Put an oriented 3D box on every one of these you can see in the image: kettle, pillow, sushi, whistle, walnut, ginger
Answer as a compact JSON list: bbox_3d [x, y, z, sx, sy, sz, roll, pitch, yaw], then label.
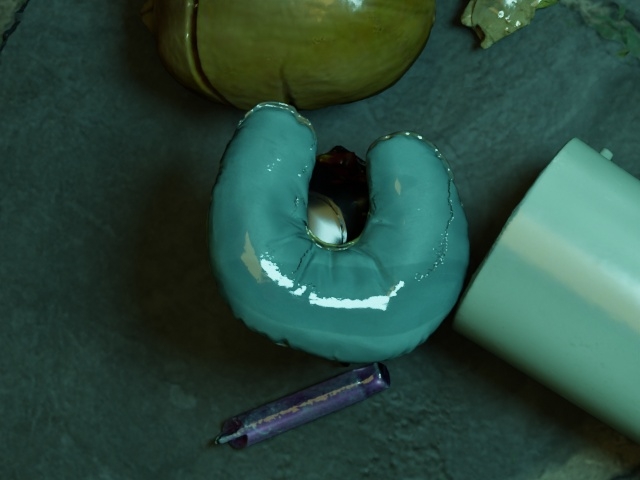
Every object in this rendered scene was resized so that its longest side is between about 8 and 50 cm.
[{"bbox_3d":[0.311,0.065,1.768,0.318,0.265,0.205,33,122,11],"label":"kettle"},{"bbox_3d":[0.017,-0.004,1.707,0.233,0.086,0.214,10,82,-8],"label":"pillow"},{"bbox_3d":[0.000,0.000,1.829,0.153,0.150,0.172,34,91,11],"label":"sushi"},{"bbox_3d":[-0.017,0.158,1.877,0.176,0.033,0.033,-22,81,7],"label":"whistle"},{"bbox_3d":[-0.037,-0.210,1.839,0.297,0.203,0.203,-4,84,26],"label":"walnut"},{"bbox_3d":[0.211,-0.244,1.869,0.173,0.051,0.069,-26,84,8],"label":"ginger"}]
